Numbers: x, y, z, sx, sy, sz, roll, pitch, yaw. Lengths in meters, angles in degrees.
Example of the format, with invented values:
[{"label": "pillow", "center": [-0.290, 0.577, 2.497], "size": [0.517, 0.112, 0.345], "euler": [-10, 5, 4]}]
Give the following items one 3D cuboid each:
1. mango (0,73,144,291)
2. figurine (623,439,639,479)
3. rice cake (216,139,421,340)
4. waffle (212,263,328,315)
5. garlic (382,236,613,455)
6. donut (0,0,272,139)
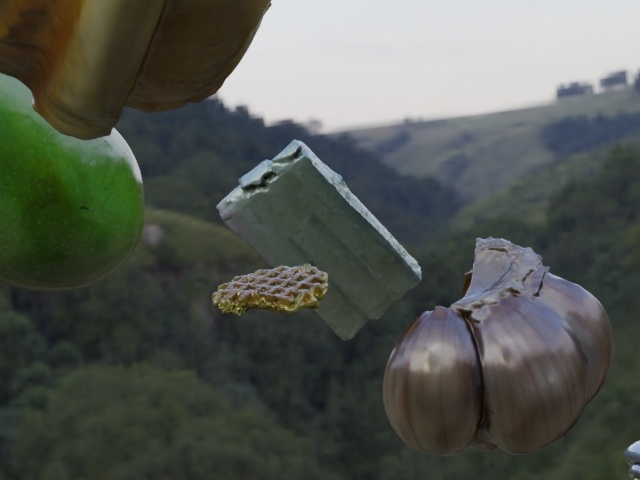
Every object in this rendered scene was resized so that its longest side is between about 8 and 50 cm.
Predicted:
[{"label": "mango", "center": [-0.332, -0.082, 1.677], "size": [0.201, 0.225, 0.382], "euler": [11, -23, 35]}, {"label": "figurine", "center": [0.374, 0.370, 1.833], "size": [0.381, 0.205, 0.224], "euler": [-34, 6, -9]}, {"label": "rice cake", "center": [0.000, 0.000, 1.531], "size": [0.124, 0.211, 0.038], "euler": [-39, 28, 20]}, {"label": "waffle", "center": [-0.035, 0.035, 1.085], "size": [0.085, 0.016, 0.078], "euler": [-5, 17, 9]}, {"label": "garlic", "center": [0.174, 0.123, 1.439], "size": [0.160, 0.191, 0.214], "euler": [2, 31, 35]}, {"label": "donut", "center": [-0.098, -0.275, 0.848], "size": [0.198, 0.449, 0.449], "euler": [11, -3, -15]}]
